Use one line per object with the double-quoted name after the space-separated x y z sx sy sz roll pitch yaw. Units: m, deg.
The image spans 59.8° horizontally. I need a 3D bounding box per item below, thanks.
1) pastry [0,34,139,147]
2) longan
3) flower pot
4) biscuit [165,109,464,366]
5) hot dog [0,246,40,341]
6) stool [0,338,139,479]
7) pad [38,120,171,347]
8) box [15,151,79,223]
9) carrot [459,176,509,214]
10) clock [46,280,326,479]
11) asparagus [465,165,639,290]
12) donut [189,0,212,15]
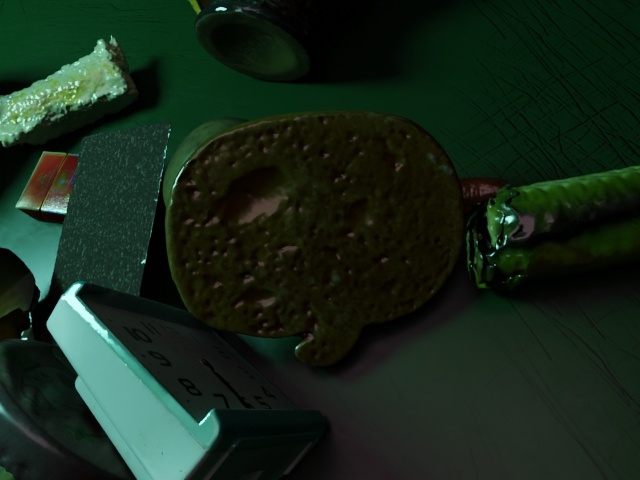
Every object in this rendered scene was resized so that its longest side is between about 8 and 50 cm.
-0.444 -0.243 0.972 0.258 0.089 0.121 -31 65 -1 "pastry"
-0.133 -0.082 0.772 0.167 0.167 0.187 36 85 26 "longan"
-0.071 -0.416 0.884 0.267 0.266 0.267 12 79 19 "flower pot"
0.000 0.000 0.690 0.367 0.063 0.314 -6 99 -7 "biscuit"
-0.481 0.184 0.767 0.194 0.107 0.326 25 63 13 "hot dog"
-0.284 0.246 0.602 0.272 0.272 0.178 31 84 25 "stool"
-0.307 -0.002 0.784 0.220 0.004 0.330 1 78 36 "pad"
-0.390 -0.083 0.902 0.175 0.048 0.112 7 67 17 "box"
0.161 -0.056 0.751 0.186 0.060 0.060 -8 63 10 "carrot"
-0.142 0.170 0.601 0.231 0.262 0.116 36 88 26 "clock"
0.363 -0.029 0.662 0.382 0.108 0.128 -11 63 7 "asparagus"
-0.244 -0.517 1.042 0.085 0.141 0.217 -31 66 -11 "donut"
